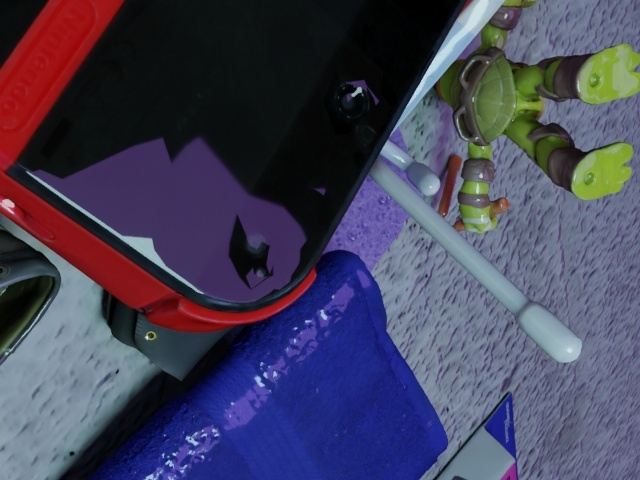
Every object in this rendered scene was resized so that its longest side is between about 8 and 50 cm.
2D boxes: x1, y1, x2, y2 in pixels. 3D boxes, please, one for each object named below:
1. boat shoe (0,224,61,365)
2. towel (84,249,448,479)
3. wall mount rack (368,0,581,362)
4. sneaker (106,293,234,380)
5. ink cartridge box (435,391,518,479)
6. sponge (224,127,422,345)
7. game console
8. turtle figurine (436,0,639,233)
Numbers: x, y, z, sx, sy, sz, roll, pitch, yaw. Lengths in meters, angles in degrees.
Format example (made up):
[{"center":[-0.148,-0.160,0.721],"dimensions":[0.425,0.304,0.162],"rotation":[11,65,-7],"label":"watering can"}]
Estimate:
[{"center":[-0.218,0.074,0.605],"dimensions":[0.223,0.073,0.080],"rotation":[-50,140,-29],"label":"boat shoe"},{"center":[-0.054,0.173,0.857],"dimensions":[0.308,0.076,0.227],"rotation":[-44,132,-21],"label":"towel"},{"center":[0.126,-0.099,0.741],"dimensions":[0.130,0.304,0.350],"rotation":[36,100,-19],"label":"wall mount rack"},{"center":[-0.101,-0.005,0.729],"dimensions":[0.118,0.083,0.222],"rotation":[-49,133,-11],"label":"sneaker"},{"center":[0.121,0.330,1.210],"dimensions":[0.371,0.069,0.175],"rotation":[-44,136,-39],"label":"ink cartridge box"},{"center":[0.000,0.000,0.916],"dimensions":[0.210,0.031,0.117],"rotation":[-54,141,-25],"label":"sponge"},{"center":[-0.068,-0.183,0.620],"dimensions":[0.342,0.060,0.386],"rotation":[38,69,-24],"label":"game console"},{"center":[0.149,-0.121,0.947],"dimensions":[0.087,0.217,0.269],"rotation":[8,100,-30],"label":"turtle figurine"}]
